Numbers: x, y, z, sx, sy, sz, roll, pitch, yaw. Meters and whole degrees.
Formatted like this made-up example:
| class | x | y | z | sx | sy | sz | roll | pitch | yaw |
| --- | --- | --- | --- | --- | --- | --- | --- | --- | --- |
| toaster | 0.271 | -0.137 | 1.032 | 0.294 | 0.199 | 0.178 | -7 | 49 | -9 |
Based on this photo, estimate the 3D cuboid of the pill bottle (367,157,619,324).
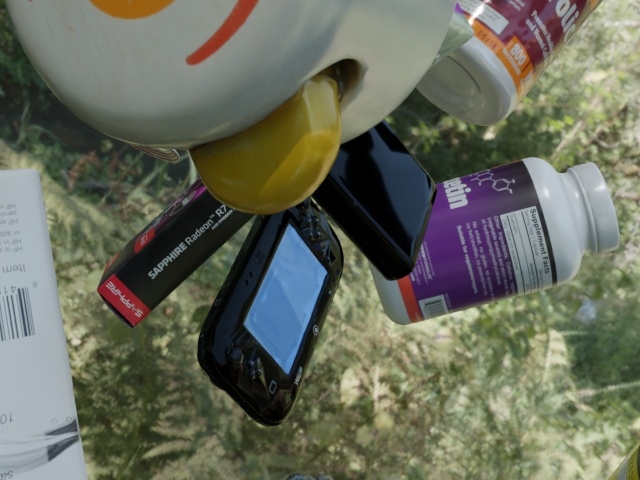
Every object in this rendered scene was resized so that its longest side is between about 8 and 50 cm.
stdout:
| class | x | y | z | sx | sy | sz | roll | pitch | yaw |
| --- | --- | --- | --- | --- | --- | --- | --- | --- | --- |
| pill bottle | 0.228 | -0.005 | 1.097 | 0.181 | 0.323 | 0.181 | -16 | 90 | -82 |

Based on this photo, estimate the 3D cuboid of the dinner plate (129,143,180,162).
| class | x | y | z | sx | sy | sz | roll | pitch | yaw |
| --- | --- | --- | --- | --- | --- | --- | --- | --- | --- |
| dinner plate | -0.321 | -0.186 | 1.468 | 0.141 | 0.017 | 0.141 | 21 | -13 | 5 |

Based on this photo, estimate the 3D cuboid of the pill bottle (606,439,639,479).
| class | x | y | z | sx | sy | sz | roll | pitch | yaw |
| --- | --- | --- | --- | --- | --- | --- | --- | --- | --- |
| pill bottle | 0.158 | 0.168 | 0.368 | 0.103 | 0.184 | 0.103 | 14 | 36 | -10 |

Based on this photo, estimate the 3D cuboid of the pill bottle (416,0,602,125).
| class | x | y | z | sx | sy | sz | roll | pitch | yaw |
| --- | --- | --- | --- | --- | --- | --- | --- | --- | --- |
| pill bottle | 0.318 | -0.395 | 1.273 | 0.224 | 0.392 | 0.224 | 38 | -11 | 9 |

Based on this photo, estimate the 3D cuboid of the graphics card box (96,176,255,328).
| class | x | y | z | sx | sy | sz | roll | pitch | yaw |
| --- | --- | --- | --- | --- | --- | --- | --- | --- | --- |
| graphics card box | -0.203 | -0.034 | 1.326 | 0.094 | 0.371 | 0.233 | 49 | -2 | -13 |

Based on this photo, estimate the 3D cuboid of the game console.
| class | x | y | z | sx | sy | sz | roll | pitch | yaw |
| --- | --- | --- | --- | --- | --- | --- | --- | --- | --- |
| game console | 0.000 | 0.000 | 0.697 | 0.213 | 0.044 | 0.361 | 46 | 44 | -25 |

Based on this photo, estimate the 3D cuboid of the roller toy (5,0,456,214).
| class | x | y | z | sx | sy | sz | roll | pitch | yaw |
| --- | --- | --- | --- | --- | --- | --- | --- | --- | --- |
| roller toy | -0.044 | -0.134 | 0.368 | 0.191 | 0.209 | 0.146 | 26 | 15 | 24 |

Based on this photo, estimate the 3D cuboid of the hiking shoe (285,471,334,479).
| class | x | y | z | sx | sy | sz | roll | pitch | yaw |
| --- | --- | --- | --- | --- | --- | --- | --- | --- | --- |
| hiking shoe | -0.004 | 0.545 | 1.667 | 0.114 | 0.086 | 0.227 | 22 | 6 | 34 |

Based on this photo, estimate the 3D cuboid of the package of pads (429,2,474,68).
| class | x | y | z | sx | sy | sz | roll | pitch | yaw |
| --- | --- | --- | --- | --- | --- | --- | --- | --- | --- |
| package of pads | 0.010 | -0.263 | 0.691 | 0.229 | 0.101 | 0.296 | 59 | 24 | 6 |

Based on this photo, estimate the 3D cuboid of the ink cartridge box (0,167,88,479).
| class | x | y | z | sx | sy | sz | roll | pitch | yaw |
| --- | --- | --- | --- | --- | --- | --- | --- | --- | --- |
| ink cartridge box | -0.367 | 0.155 | 0.663 | 0.286 | 0.394 | 0.166 | -9 | 0 | -34 |
